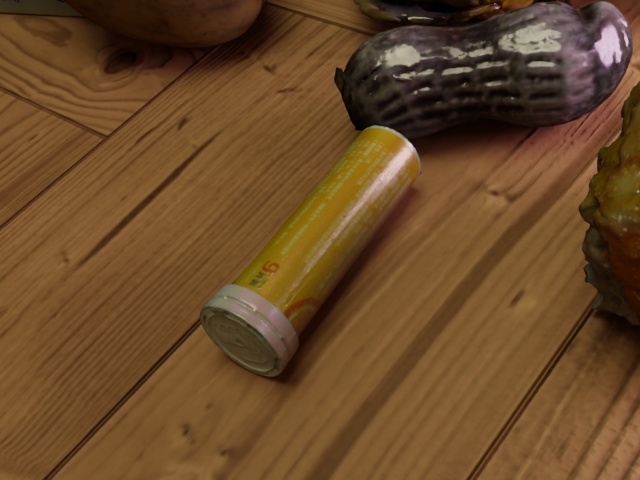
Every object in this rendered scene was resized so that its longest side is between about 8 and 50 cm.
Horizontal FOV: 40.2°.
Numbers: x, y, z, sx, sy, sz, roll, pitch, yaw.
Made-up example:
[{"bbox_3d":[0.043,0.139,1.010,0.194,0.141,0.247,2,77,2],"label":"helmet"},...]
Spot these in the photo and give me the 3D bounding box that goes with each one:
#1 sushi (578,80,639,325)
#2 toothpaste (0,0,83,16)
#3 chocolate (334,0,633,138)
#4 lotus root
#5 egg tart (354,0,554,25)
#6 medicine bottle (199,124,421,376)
[{"bbox_3d":[0.255,-0.030,0.562,0.139,0.184,0.274,17,59,34],"label":"sushi"},{"bbox_3d":[-0.399,-0.334,1.085,0.336,0.081,0.067,9,51,22],"label":"toothpaste"},{"bbox_3d":[0.137,-0.142,0.748,0.248,0.110,0.110,-5,47,15],"label":"chocolate"},{"bbox_3d":[-0.198,-0.308,0.918,0.309,0.183,0.183,14,51,3],"label":"lotus root"},{"bbox_3d":[0.166,-0.289,0.870,0.297,0.132,0.297,-17,33,11],"label":"egg tart"},{"bbox_3d":[0.000,0.000,0.677,0.074,0.074,0.218,19,55,29],"label":"medicine bottle"}]
